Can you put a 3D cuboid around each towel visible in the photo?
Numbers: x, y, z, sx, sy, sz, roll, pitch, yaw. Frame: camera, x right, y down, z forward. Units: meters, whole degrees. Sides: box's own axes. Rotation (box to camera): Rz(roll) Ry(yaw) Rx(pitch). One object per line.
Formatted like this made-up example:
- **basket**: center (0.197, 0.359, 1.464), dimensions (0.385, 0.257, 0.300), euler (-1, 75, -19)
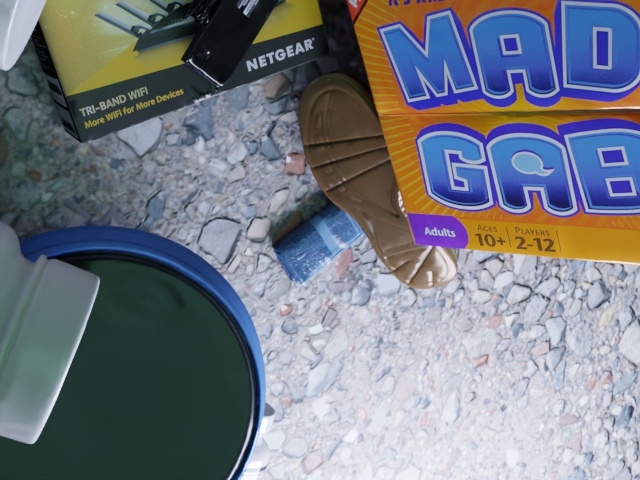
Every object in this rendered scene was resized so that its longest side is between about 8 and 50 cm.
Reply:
- **towel**: center (0.000, 0.000, 1.224), dimensions (0.119, 0.029, 0.067), euler (-37, 120, -13)

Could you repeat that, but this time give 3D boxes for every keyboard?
- **keyboard**: center (-0.089, -0.265, 0.996), dimensions (0.192, 0.038, 0.100), euler (-59, 146, -2)

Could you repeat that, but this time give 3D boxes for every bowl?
- **bowl**: center (-0.247, 0.179, 1.057), dimensions (0.391, 0.077, 0.391), euler (-2, 98, -15)

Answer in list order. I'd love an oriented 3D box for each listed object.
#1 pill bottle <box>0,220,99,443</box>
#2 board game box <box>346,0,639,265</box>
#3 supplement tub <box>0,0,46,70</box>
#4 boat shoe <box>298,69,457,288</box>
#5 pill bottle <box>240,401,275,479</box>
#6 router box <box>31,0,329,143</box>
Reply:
- **pill bottle**: center (-0.403, 0.048, 0.857), dimensions (0.361, 0.204, 0.204), euler (22, 95, -15)
- **board game box**: center (0.299, -0.220, 1.059), dimensions (0.356, 0.356, 0.356), euler (-42, 125, -39)
- **supplement tub**: center (-0.373, -0.287, 0.759), dimensions (0.316, 0.228, 0.228), euler (21, 95, -13)
- **boat shoe**: center (0.086, -0.091, 1.205), dimensions (0.342, 0.123, 0.123), euler (53, 39, -31)
- **pill bottle**: center (-0.125, 0.288, 1.203), dimensions (0.108, 0.108, 0.180), euler (16, 97, -32)
- **router box**: center (-0.162, -0.273, 1.013), dimensions (0.309, 0.081, 0.243), euler (-25, 116, -20)
